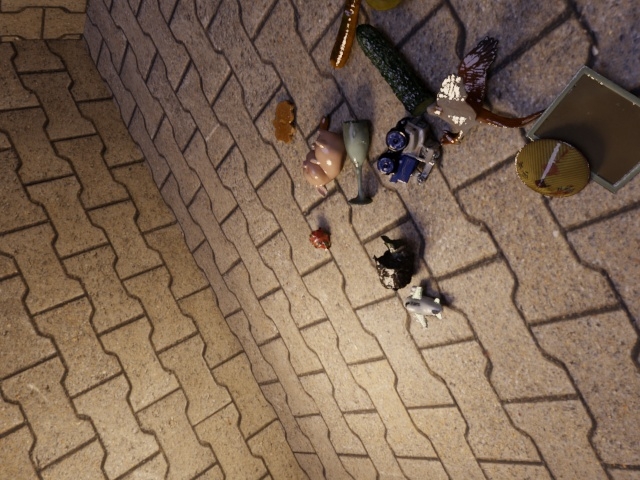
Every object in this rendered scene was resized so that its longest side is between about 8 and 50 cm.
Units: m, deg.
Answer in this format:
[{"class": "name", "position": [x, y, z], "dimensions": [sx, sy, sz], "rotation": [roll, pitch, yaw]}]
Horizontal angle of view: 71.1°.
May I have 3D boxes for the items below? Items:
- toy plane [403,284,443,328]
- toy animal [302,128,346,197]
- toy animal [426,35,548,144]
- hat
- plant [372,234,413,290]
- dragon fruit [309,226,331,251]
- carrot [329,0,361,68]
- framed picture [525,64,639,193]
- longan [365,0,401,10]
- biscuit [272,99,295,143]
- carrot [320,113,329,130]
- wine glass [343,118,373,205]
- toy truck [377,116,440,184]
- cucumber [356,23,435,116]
[{"class": "toy plane", "position": [0.386, 0.249, 1.689], "dimensions": [0.174, 0.080, 0.173], "rotation": [27, 128, 40]}, {"class": "toy animal", "position": [0.018, -0.314, 1.754], "dimensions": [0.154, 0.166, 0.250], "rotation": [21, 142, -10]}, {"class": "toy animal", "position": [0.470, -0.371, 1.285], "dimensions": [0.284, 0.225, 0.302], "rotation": [35, 149, 3]}, {"class": "hat", "position": [0.598, -0.169, 1.190], "dimensions": [0.193, 0.082, 0.193], "rotation": [34, 154, 19]}, {"class": "plant", "position": [0.278, 0.081, 1.682], "dimensions": [0.143, 0.131, 0.202], "rotation": [9, 114, 49]}, {"class": "dragon fruit", "position": [0.002, 0.001, 1.987], "dimensions": [0.116, 0.081, 0.086], "rotation": [43, 139, -11]}, {"class": "carrot", "position": [0.092, -0.714, 1.491], "dimensions": [0.066, 0.066, 0.314], "rotation": [50, 152, 17]}, {"class": "framed picture", "position": [0.687, -0.268, 1.100], "dimensions": [0.274, 0.017, 0.217], "rotation": [39, 136, 9]}, {"class": "longan", "position": [0.195, -0.779, 1.339], "dimensions": [0.155, 0.145, 0.175], "rotation": [-21, 52, 32]}, {"class": "biscuit", "position": [-0.158, -0.513, 1.940], "dimensions": [0.134, 0.027, 0.183], "rotation": [16, 119, 43]}, {"class": "carrot", "position": [0.011, -0.442, 1.789], "dimensions": [0.035, 0.035, 0.142], "rotation": [40, 139, 27]}, {"class": "wine glass", "position": [0.216, -0.286, 1.637], "dimensions": [0.265, 0.096, 0.309], "rotation": [5, 113, 25]}, {"class": "toy truck", "position": [0.298, -0.290, 1.476], "dimensions": [0.177, 0.161, 0.213], "rotation": [27, 129, 13]}, {"class": "cucumber", "position": [0.225, -0.559, 1.444], "dimensions": [0.359, 0.096, 0.096], "rotation": [55, 139, 13]}]
